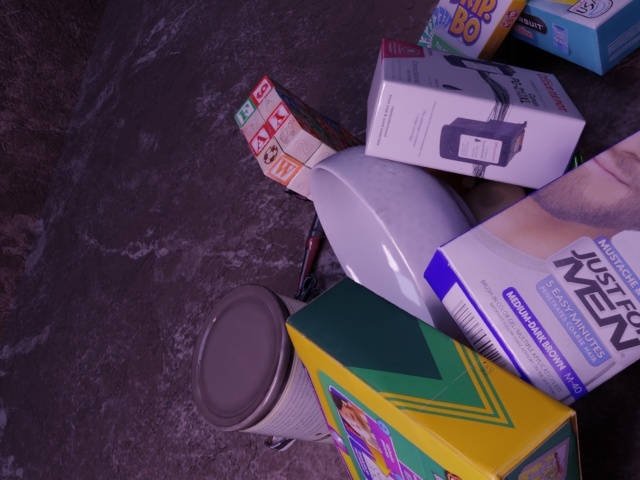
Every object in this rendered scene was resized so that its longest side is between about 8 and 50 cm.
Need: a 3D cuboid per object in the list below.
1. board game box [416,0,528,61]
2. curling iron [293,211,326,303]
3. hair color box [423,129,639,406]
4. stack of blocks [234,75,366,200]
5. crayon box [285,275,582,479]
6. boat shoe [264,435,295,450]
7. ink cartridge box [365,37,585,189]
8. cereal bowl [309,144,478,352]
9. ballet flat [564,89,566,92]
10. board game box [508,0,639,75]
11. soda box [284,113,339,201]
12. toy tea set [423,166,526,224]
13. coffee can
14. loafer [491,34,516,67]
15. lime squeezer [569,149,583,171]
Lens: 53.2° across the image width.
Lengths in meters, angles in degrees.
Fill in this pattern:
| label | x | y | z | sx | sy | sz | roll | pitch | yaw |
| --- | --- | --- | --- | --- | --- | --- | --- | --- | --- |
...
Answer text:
| label | x | y | z | sx | sy | sz | roll | pitch | yaw |
| --- | --- | --- | --- | --- | --- | --- | --- | --- | --- |
| board game box | 0.210 | -0.306 | 0.916 | 0.124 | 0.039 | 0.259 | 66 | 146 | 29 |
| curling iron | 0.000 | 0.000 | 1.213 | 0.068 | 0.035 | 0.274 | 2 | 75 | 43 |
| hair color box | 0.301 | 0.014 | 0.653 | 0.339 | 0.110 | 0.185 | -29 | 74 | -11 |
| stack of blocks | 0.017 | -0.128 | 1.052 | 0.087 | 0.297 | 0.171 | -48 | 44 | 18 |
| crayon box | 0.134 | 0.256 | 0.715 | 0.106 | 0.363 | 0.313 | -34 | 36 | -22 |
| boat shoe | -0.051 | 0.321 | 1.112 | 0.125 | 0.038 | 0.046 | -46 | 44 | 22 |
| ink cartridge box | 0.182 | -0.160 | 0.798 | 0.172 | 0.237 | 0.100 | -82 | 4 | -56 |
| cereal bowl | 0.126 | 0.013 | 0.875 | 0.141 | 0.339 | 0.339 | -29 | 43 | -10 |
| ballet flat | 0.275 | -0.194 | 0.926 | 0.049 | 0.173 | 0.057 | -154 | 56 | -72 |
| board game box | 0.361 | -0.390 | 0.901 | 0.254 | 0.079 | 0.336 | -38 | 43 | -3 |
| soda box | -0.017 | -0.166 | 1.290 | 0.053 | 0.060 | 0.169 | 3 | 75 | 49 |
| toy tea set | 0.266 | -0.067 | 0.927 | 0.200 | 0.124 | 0.336 | -32 | 40 | -6 |
| coffee can | -0.022 | 0.197 | 0.957 | 0.201 | 0.275 | 0.201 | -23 | 56 | 39 |
| loafer | 0.262 | -0.334 | 1.024 | 0.094 | 0.087 | 0.251 | -29 | 40 | 36 |
| lime squeezer | 0.357 | 0.049 | 0.758 | 0.110 | 0.059 | 0.310 | -41 | 70 | 36 |
